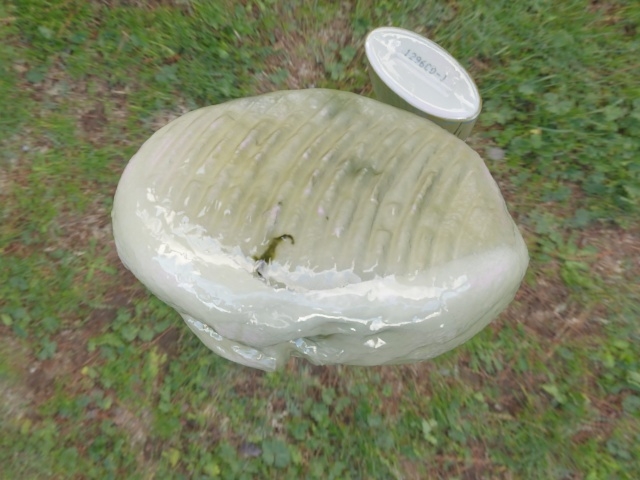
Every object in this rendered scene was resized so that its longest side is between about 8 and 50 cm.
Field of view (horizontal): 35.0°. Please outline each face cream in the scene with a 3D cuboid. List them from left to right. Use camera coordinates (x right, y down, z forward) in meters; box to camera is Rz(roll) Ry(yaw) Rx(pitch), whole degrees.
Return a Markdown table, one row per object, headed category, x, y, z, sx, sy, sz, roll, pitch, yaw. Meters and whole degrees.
| category | x | y | z | sx | sy | sz | roll | pitch | yaw |
| --- | --- | --- | --- | --- | --- | --- | --- | --- | --- |
| face cream | 0.114 | -0.164 | 1.148 | 0.139 | 0.285 | 0.067 | 38 | 92 | 4 |

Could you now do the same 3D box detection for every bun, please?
| category | x | y | z | sx | sy | sz | roll | pitch | yaw |
| --- | --- | --- | --- | --- | --- | --- | --- | --- | --- |
| bun | 0.000 | 0.000 | 0.600 | 0.237 | 0.210 | 0.116 | 14 | 128 | -2 |
